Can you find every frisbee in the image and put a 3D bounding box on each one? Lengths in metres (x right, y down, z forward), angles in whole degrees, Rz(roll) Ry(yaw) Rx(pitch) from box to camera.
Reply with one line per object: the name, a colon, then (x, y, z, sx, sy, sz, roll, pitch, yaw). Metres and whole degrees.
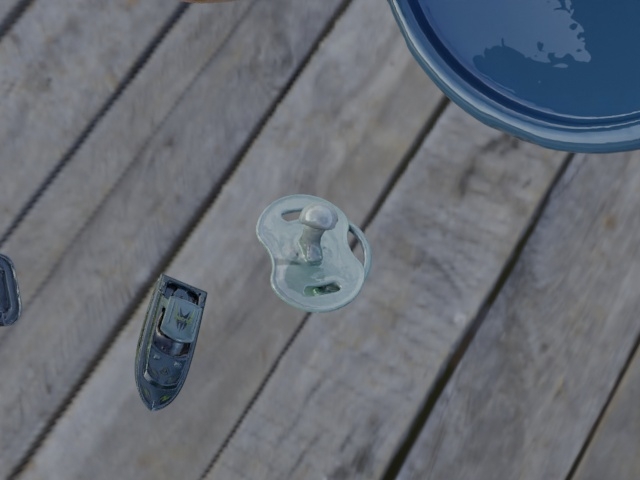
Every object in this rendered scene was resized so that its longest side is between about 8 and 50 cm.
frisbee: (0.167, -0.198, 0.866, 0.289, 0.289, 0.049, 38, 25, 16)

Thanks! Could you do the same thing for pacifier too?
pacifier: (0.000, 0.000, 1.542, 0.127, 0.116, 0.150, -1, 56, -14)

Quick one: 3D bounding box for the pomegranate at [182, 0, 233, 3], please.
pomegranate: (-0.045, -0.229, 0.765, 0.221, 0.221, 0.256, -40, 43, -19)

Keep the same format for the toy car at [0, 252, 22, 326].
toy car: (-0.489, 0.077, 1.845, 0.191, 0.100, 0.097, -11, 93, -21)

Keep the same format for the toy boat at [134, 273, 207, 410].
toy boat: (-0.151, 0.104, 1.403, 0.055, 0.060, 0.141, 24, 58, -20)
